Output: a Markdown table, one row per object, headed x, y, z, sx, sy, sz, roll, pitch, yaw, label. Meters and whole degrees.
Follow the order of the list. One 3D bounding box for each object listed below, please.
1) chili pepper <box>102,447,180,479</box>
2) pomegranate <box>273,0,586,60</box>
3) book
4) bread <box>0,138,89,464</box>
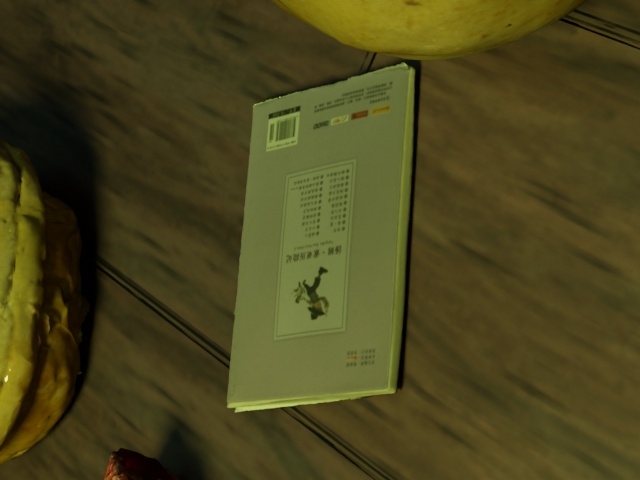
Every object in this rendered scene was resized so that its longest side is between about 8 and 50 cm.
| x | y | z | sx | sy | sz | roll | pitch | yaw | label |
| --- | --- | --- | --- | --- | --- | --- | --- | --- | --- |
| -0.119 | 0.185 | 0.911 | 0.073 | 0.070 | 0.123 | 36 | 104 | 1 | chili pepper |
| 0.046 | -0.212 | 0.747 | 0.260 | 0.260 | 0.260 | -17 | 65 | 43 | pomegranate |
| 0.000 | 0.000 | 0.883 | 0.127 | 0.014 | 0.182 | -11 | 69 | 45 | book |
| -0.241 | 0.048 | 1.046 | 0.198 | 0.120 | 0.236 | -17 | 66 | 44 | bread |
